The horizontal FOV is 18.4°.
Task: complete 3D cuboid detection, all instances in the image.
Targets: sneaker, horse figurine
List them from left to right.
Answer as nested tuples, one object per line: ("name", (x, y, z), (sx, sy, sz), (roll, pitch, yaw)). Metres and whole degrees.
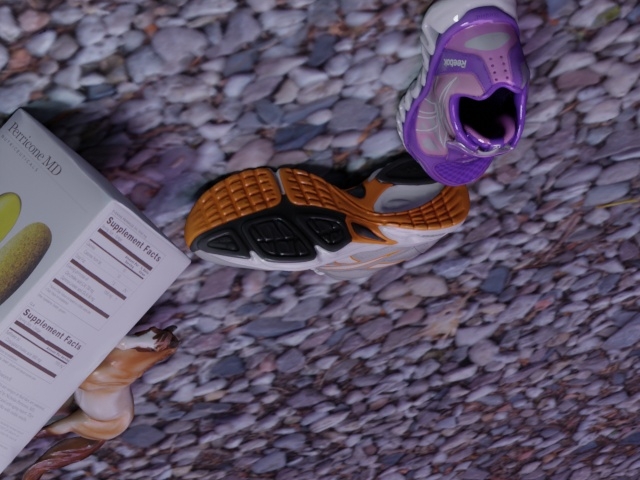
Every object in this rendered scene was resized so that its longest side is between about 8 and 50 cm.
("horse figurine", (-0.234, 0.147, 1.887), (0.174, 0.066, 0.263), (-5, 145, -14))
("sneaker", (0.000, 0.000, 1.758), (0.262, 0.099, 0.121), (-5, 151, -23))
("sneaker", (0.126, -0.104, 1.651), (0.095, 0.104, 0.236), (-15, 151, -12))

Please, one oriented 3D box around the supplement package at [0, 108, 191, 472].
("supplement package", (-0.248, 0.044, 1.555), (0.244, 0.139, 0.134), (-48, 148, -1))
